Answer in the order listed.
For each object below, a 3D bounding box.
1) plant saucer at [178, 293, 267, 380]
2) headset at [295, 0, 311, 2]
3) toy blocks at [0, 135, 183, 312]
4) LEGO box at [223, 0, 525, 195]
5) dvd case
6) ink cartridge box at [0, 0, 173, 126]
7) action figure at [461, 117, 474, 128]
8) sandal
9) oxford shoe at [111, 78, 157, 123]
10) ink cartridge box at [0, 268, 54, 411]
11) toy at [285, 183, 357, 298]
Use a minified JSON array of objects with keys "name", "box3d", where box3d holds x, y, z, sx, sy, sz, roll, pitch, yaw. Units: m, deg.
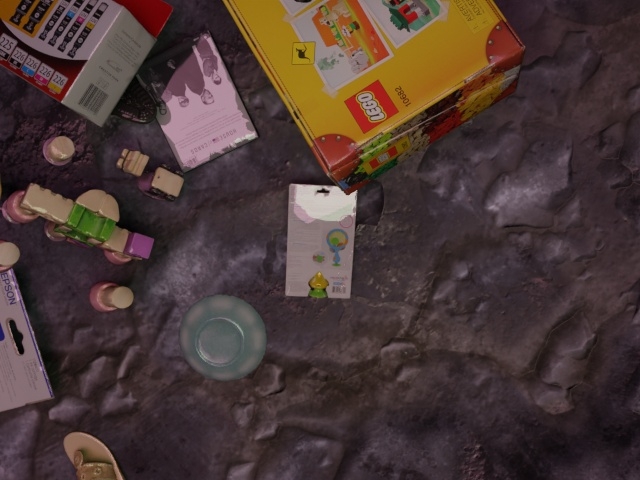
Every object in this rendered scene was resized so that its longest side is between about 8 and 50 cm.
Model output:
[{"name":"plant saucer","box3d":[-0.213,0.214,1.433,0.195,0.037,0.195,0,97,2]},{"name":"headset","box3d":[0.114,-0.485,0.999,0.394,0.185,0.243,-38,77,-7]},{"name":"toy blocks","box3d":[-0.487,-0.037,1.347,0.288,0.260,0.309,27,73,-29]},{"name":"LEGO box","box3d":[0.064,-0.397,1.193,0.372,0.193,0.500,-31,78,7]},{"name":"dvd case","box3d":[-0.255,-0.283,1.374,0.179,0.029,0.239,-24,96,6]},{"name":"ink cartridge box","box3d":[-0.480,-0.413,1.255,0.309,0.130,0.272,31,88,18]},{"name":"action figure","box3d":[0.207,-0.281,1.317,0.285,0.099,0.185,-34,87,3]},{"name":"sandal","box3d":[-0.486,0.527,1.467,0.088,0.079,0.240,-37,94,7]},{"name":"oxford shoe","box3d":[-0.422,-0.291,1.353,0.227,0.096,0.083,30,68,12]},{"name":"ink cartridge box","box3d":[-0.752,0.231,1.453,0.307,0.072,0.304,-15,95,3]},{"name":"toy","box3d":[0.000,0.000,1.383,0.137,0.056,0.237,3,103,-1]}]
